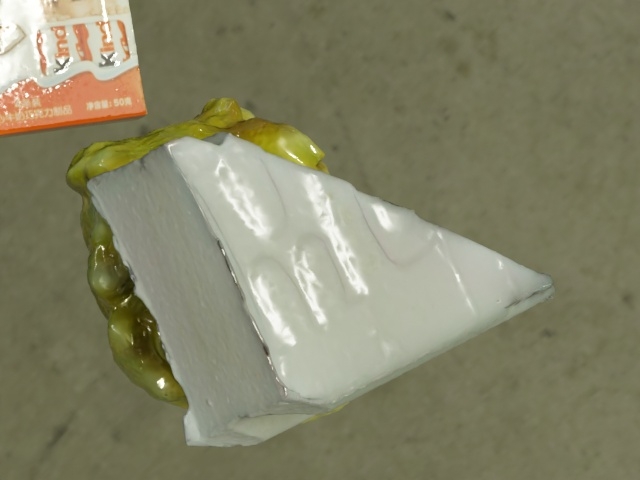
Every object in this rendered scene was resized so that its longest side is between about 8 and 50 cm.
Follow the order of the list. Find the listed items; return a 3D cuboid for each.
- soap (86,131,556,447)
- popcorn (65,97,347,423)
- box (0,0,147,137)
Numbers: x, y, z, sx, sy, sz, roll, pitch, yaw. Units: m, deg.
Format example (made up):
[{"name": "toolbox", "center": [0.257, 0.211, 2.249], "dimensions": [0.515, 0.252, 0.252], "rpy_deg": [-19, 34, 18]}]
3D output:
[{"name": "soap", "center": [0.000, 0.000, 1.445], "dimensions": [0.302, 0.159, 0.257], "rpy_deg": [-23, 84, -33]}, {"name": "popcorn", "center": [-0.071, 0.026, 1.725], "dimensions": [0.294, 0.292, 0.334], "rpy_deg": [-33, 78, 1]}, {"name": "box", "center": [-0.342, -0.245, 1.927], "dimensions": [0.273, 0.048, 0.264], "rpy_deg": [-10, 90, -17]}]
